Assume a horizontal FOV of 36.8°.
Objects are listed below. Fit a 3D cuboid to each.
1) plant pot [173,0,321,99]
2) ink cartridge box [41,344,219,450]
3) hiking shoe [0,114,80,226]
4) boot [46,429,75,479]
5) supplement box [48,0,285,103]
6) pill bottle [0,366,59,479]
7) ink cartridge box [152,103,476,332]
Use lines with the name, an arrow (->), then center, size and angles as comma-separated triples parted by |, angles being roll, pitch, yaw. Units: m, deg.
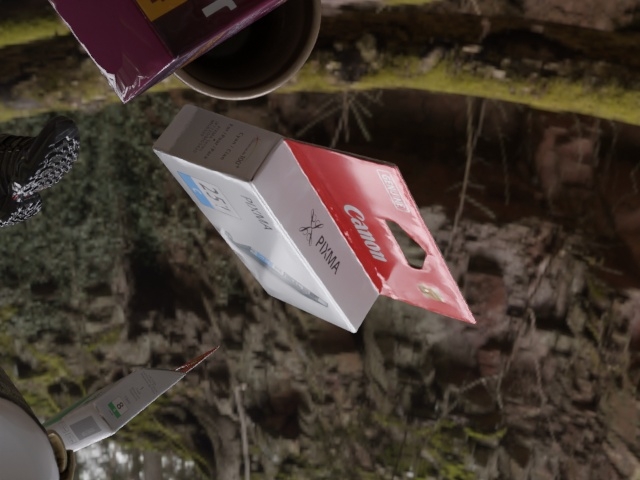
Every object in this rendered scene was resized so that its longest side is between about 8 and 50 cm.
plant pot -> -0.151, -0.356, 1.521 | 0.263, 0.262, 0.229 | -5, -169, -13
ink cartridge box -> -0.267, 0.206, 1.315 | 0.056, 0.181, 0.225 | 56, -139, -5
hiking shoe -> -0.432, -0.118, 1.385 | 0.114, 0.227, 0.086 | 51, -145, 7
boot -> -0.293, 0.175, 0.860 | 0.165, 0.077, 0.213 | -13, -120, 29
supplement box -> -0.068, -0.179, 0.586 | 0.188, 0.104, 0.081 | -41, -167, -33
pill bottle -> -0.259, 0.137, 0.644 | 0.131, 0.130, 0.246 | -13, -171, -23
ink cartridge box -> 0.000, 0.000, 0.989 | 0.261, 0.296, 0.066 | 20, -112, 35
